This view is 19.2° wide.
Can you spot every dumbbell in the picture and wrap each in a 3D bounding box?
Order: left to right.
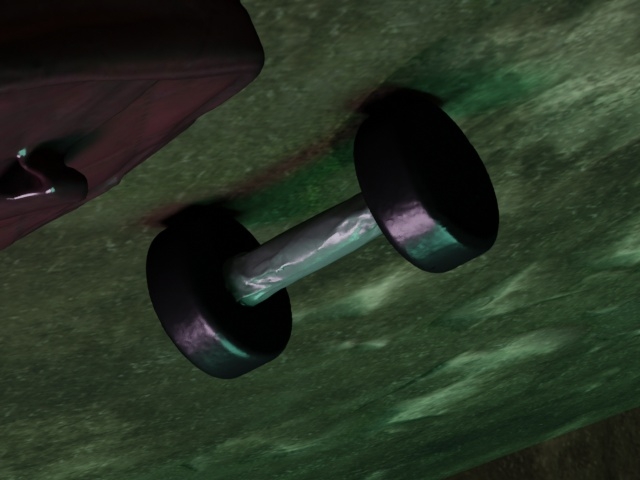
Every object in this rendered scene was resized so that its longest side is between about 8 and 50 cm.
[{"bbox_3d":[0.000,0.000,1.085,0.191,0.100,0.100,-27,164,27],"label":"dumbbell"}]

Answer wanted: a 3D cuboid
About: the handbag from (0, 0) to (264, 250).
[{"bbox_3d":[-0.132,-0.046,0.496,0.225,0.135,0.146,-30,168,29],"label":"handbag"}]
